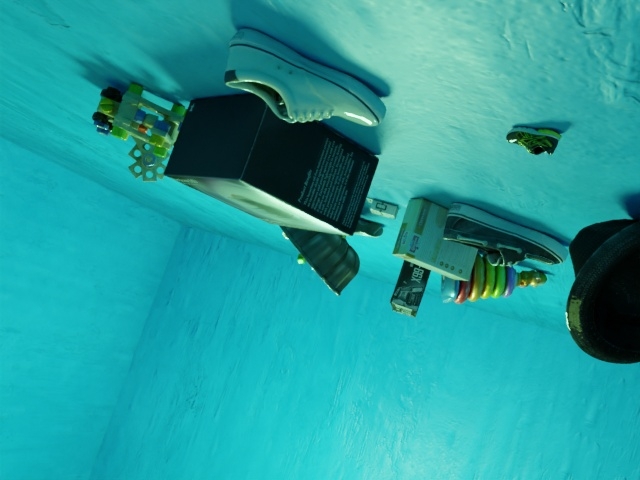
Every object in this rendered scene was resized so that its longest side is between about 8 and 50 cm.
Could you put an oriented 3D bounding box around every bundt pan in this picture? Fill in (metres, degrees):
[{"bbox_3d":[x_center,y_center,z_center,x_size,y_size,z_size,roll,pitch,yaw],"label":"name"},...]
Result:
[{"bbox_3d":[0.000,0.000,2.014,0.331,0.124,0.331,52,-177,-3],"label":"bundt pan"}]

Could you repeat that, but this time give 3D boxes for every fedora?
[{"bbox_3d":[0.546,0.060,1.200,0.334,0.334,0.152,22,-158,-27],"label":"fedora"}]

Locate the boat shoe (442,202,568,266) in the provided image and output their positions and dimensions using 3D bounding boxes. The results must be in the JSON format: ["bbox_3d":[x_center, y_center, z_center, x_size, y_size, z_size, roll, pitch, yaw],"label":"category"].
[{"bbox_3d":[0.417,0.013,1.556,0.301,0.102,0.108,21,172,-15],"label":"boat shoe"}]

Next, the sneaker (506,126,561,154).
[{"bbox_3d":[0.299,-0.140,0.978,0.031,0.035,0.083,26,170,-41],"label":"sneaker"}]

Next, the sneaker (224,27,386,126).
[{"bbox_3d":[-0.025,-0.214,1.017,0.258,0.091,0.094,21,172,-19],"label":"sneaker"}]

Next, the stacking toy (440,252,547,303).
[{"bbox_3d":[0.506,0.108,1.991,0.302,0.165,0.175,4,168,0],"label":"stacking toy"}]

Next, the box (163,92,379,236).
[{"bbox_3d":[-0.103,-0.147,1.374,0.294,0.182,0.296,26,169,-38],"label":"box"}]

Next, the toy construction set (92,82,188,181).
[{"bbox_3d":[-0.400,-0.249,1.548,0.215,0.151,0.328,20,162,-14],"label":"toy construction set"}]

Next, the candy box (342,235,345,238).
[{"bbox_3d":[0.031,0.012,2.271,0.053,0.109,0.186,19,152,-9],"label":"candy box"}]

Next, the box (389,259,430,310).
[{"bbox_3d":[0.268,0.083,1.911,0.077,0.242,0.307,17,173,10],"label":"box"}]

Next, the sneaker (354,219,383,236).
[{"bbox_3d":[0.120,-0.038,2.119,0.152,0.053,0.061,17,175,10],"label":"sneaker"}]

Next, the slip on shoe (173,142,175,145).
[{"bbox_3d":[-0.357,-0.259,1.706,0.041,0.051,0.135,28,-175,32],"label":"slip on shoe"}]

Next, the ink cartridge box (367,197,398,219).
[{"bbox_3d":[0.158,-0.082,1.787,0.083,0.028,0.048,17,172,14],"label":"ink cartridge box"}]

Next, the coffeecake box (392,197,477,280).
[{"bbox_3d":[0.281,-0.001,1.633,0.186,0.142,0.068,22,172,-20],"label":"coffeecake box"}]

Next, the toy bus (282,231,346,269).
[{"bbox_3d":[-0.008,-0.012,2.438,0.191,0.104,0.202,-14,127,17],"label":"toy bus"}]
